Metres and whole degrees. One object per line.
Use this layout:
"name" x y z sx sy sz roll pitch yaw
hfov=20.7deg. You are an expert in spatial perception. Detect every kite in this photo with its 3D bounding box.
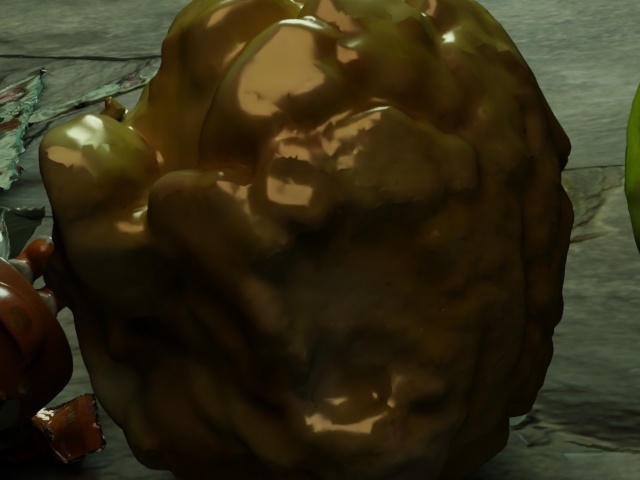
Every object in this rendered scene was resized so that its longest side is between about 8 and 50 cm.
"kite" -0.307 -0.101 1.618 0.368 0.014 0.406 -19 21 4

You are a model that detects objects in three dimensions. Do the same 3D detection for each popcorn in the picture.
"popcorn" 0.010 0.003 1.144 0.344 0.354 0.390 54 20 14

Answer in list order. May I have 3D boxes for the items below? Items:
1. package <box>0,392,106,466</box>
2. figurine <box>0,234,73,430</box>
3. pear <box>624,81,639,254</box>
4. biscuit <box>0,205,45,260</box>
"package" -0.213 0.145 1.288 0.110 0.033 0.077 -9 12 -14
"figurine" -0.274 0.096 1.225 0.271 0.143 0.143 -42 45 -20
"pear" 0.415 -0.056 1.200 0.391 0.391 0.391 -5 34 3
"biscuit" -0.392 0.035 1.437 0.309 0.079 0.186 0 30 11
